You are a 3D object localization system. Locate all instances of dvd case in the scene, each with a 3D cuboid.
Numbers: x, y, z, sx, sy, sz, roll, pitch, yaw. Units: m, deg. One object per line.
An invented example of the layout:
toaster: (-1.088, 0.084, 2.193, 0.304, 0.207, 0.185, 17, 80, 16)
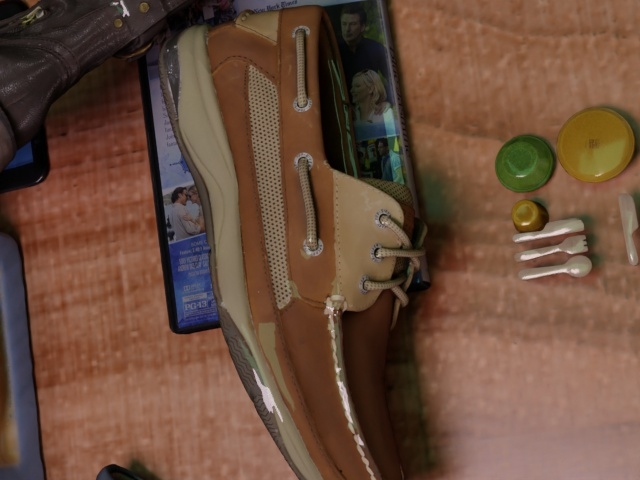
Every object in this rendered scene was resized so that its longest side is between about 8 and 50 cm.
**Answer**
dvd case: (-0.032, -0.075, 0.910, 0.180, 0.022, 0.253, -12, 79, 18)

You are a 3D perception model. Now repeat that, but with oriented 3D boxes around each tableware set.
tableware set: (0.186, -0.033, 0.830, 0.154, 0.024, 0.104, -12, 75, 18)

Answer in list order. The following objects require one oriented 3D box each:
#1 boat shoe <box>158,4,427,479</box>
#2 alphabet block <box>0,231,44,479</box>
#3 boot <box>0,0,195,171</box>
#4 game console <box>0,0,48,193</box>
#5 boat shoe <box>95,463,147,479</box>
boat shoe: (0.000, 0.000, 0.814, 0.120, 0.122, 0.324, -21, 76, 11)
alphabet block: (-0.322, 0.093, 0.899, 0.197, 0.192, 0.193, -12, 77, 18)
boot: (-0.188, -0.123, 0.883, 0.263, 0.091, 0.229, 8, 44, 48)
game console: (-0.275, -0.102, 0.968, 0.085, 0.124, 0.144, -21, 74, 43)
boat shoe: (-0.048, 0.216, 0.839, 0.254, 0.095, 0.079, 21, 95, 32)
